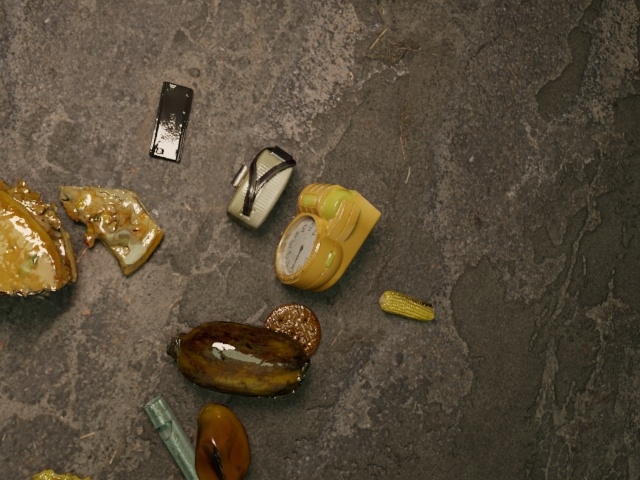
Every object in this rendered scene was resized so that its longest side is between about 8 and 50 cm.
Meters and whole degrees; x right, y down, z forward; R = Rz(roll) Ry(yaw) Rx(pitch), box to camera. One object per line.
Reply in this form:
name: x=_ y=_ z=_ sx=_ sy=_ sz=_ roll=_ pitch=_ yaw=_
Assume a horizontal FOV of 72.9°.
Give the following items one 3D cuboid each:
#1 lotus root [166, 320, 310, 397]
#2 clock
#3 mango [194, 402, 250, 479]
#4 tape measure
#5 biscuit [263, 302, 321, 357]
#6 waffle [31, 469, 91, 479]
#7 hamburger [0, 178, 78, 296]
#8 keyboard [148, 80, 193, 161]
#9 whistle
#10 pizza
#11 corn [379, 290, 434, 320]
lotus root: x=-0.224 y=0.332 z=1.213 sx=0.397 sy=0.179 sz=0.196 roll=14 pitch=85 yaw=-8
clock: x=0.000 y=0.000 z=1.275 sx=0.200 sy=0.244 sz=0.317 roll=29 pitch=83 yaw=-29
mango: x=-0.277 y=0.573 z=1.209 sx=0.136 sy=0.166 sz=0.236 roll=-18 pitch=87 yaw=24
tape measure: x=-0.165 y=-0.173 z=1.234 sx=0.133 sy=0.231 sz=0.271 roll=34 pitch=79 yaw=-10
biscuit: x=-0.088 y=0.287 z=1.339 sx=0.188 sy=0.027 sz=0.187 roll=1 pitch=88 yaw=-15
waffle: x=-0.719 y=0.726 z=1.121 sx=0.291 sy=0.051 sz=0.291 roll=1 pitch=88 yaw=-15
hamburger: x=-0.798 y=-0.020 z=1.022 sx=0.445 sy=0.268 sz=0.287 roll=9 pitch=87 yaw=-11
keyboard: x=-0.439 y=-0.349 z=1.270 sx=0.094 sy=0.025 sz=0.230 roll=11 pitch=84 yaw=-17
whistle: x=-0.395 y=0.580 z=1.218 sx=0.062 sy=0.062 sz=0.312 roll=-30 pitch=96 yaw=-16
pizza: x=-0.576 y=-0.060 z=1.192 sx=0.189 sy=0.071 sz=0.297 roll=-43 pitch=98 yaw=-13
corn: x=0.288 y=0.218 z=1.432 sx=0.203 sy=0.072 sz=0.072 roll=18 pitch=82 yaw=-16
